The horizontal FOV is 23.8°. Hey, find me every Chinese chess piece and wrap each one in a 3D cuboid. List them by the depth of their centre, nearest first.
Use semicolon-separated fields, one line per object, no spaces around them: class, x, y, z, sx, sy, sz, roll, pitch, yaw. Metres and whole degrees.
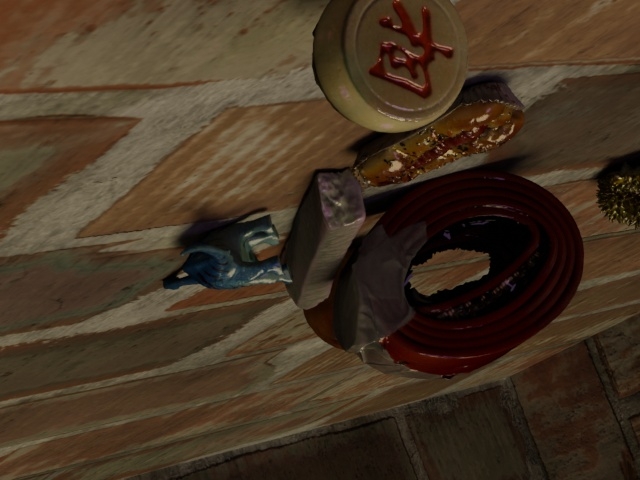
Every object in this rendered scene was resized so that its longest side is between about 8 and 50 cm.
Chinese chess piece;0.054;-0.142;1.149;0.122;0.122;0.051;-14;-176;-26

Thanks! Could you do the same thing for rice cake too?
rice cake;0.000;0.000;1.774;0.056;0.072;0.365;-15;164;-13

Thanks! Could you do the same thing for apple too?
apple;0.043;0.077;1.998;0.146;0.146;0.146;-20;167;-5

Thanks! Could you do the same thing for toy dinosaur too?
toy dinosaur;-0.098;0.019;1.690;0.144;0.076;0.329;-11;176;-10

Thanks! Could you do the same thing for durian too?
durian;0.459;-0.068;2.131;0.146;0.102;0.208;-21;165;27

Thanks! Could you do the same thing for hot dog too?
hot dog;0.122;-0.104;1.560;0.191;0.059;0.108;-26;162;32

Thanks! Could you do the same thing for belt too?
belt;0.158;0.044;1.839;0.324;0.227;0.115;-21;166;-22

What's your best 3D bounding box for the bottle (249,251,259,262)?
bottle;-0.088;0.032;1.844;0.030;0.030;0.083;-21;168;2
